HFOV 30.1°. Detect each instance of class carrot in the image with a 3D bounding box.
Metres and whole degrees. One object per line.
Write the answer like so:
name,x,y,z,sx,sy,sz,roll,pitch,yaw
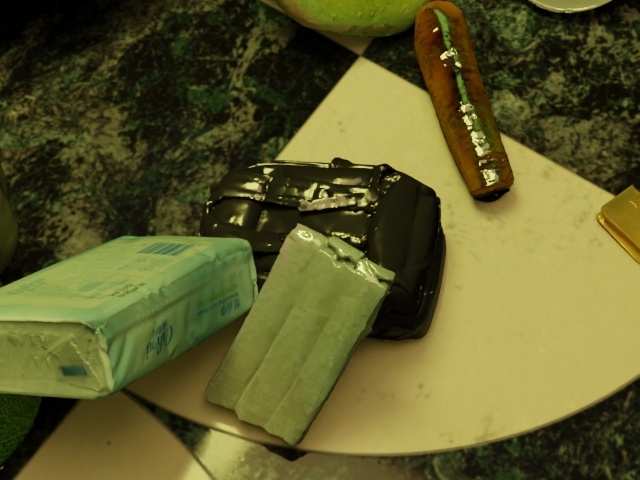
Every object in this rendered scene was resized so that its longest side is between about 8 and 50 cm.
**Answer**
carrot,0.164,-0.163,1.373,0.070,0.070,0.260,-11,64,-9

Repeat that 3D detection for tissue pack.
tissue pack,-0.196,0.067,1.112,0.177,0.089,0.263,0,16,26

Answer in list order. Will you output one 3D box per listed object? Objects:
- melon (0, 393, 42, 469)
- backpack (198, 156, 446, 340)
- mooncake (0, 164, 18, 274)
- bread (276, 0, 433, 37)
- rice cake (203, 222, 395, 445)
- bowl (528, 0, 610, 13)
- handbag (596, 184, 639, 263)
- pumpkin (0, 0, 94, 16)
melon,-0.366,0.157,1.106,0.265,0.169,0.129,-33,69,-18
backpack,0.000,0.000,1.246,0.258,0.133,0.206,9,58,9
mooncake,-0.437,-0.011,1.192,0.275,0.135,0.275,-5,50,6
bread,0.044,-0.382,1.392,0.301,0.045,0.301,-3,95,-35
rice cake,-0.021,0.092,1.159,0.124,0.211,0.038,28,19,11
bowl,0.314,-0.379,1.471,0.189,0.189,0.086,24,21,10
handbag,0.355,-0.018,1.324,0.061,0.027,0.083,-33,67,-19
pumpkin,-0.349,-0.403,1.387,0.296,0.296,0.296,1,61,-3
